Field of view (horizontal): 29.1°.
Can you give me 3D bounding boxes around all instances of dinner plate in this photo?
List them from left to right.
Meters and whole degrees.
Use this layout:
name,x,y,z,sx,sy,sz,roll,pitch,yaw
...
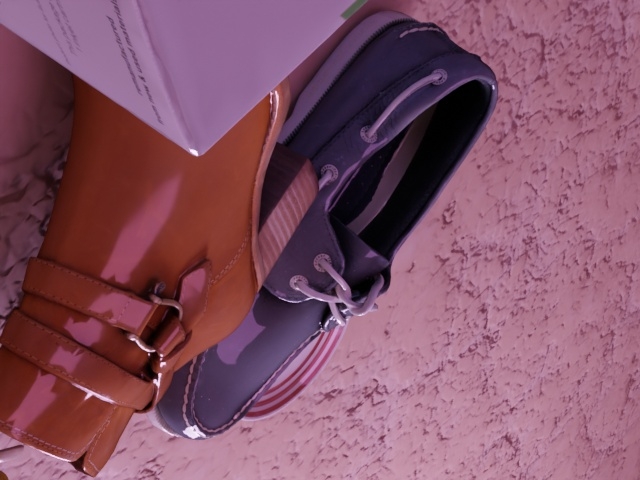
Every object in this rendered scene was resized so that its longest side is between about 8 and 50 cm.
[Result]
name,x,y,z,sx,sy,sz,roll,pitch,yaw
dinner plate,-0.025,0.070,0.913,0.141,0.017,0.141,-35,144,-32

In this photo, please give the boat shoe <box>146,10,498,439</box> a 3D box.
name,x,y,z,sx,sy,sz,roll,pitch,yaw
boat shoe,0.000,0.000,0.791,0.319,0.099,0.116,-57,141,-4

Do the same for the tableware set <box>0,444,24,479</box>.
name,x,y,z,sx,sy,sz,roll,pitch,yaw
tableware set,-0.179,0.118,0.731,0.104,0.024,0.154,-7,123,-57

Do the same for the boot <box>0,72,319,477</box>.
name,x,y,z,sx,sy,sz,roll,pitch,yaw
boot,-0.114,-0.008,0.621,0.220,0.109,0.283,-53,157,-14

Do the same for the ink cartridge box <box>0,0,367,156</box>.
name,x,y,z,sx,sy,sz,roll,pitch,yaw
ink cartridge box,-0.075,-0.155,0.433,0.160,0.219,0.092,-45,151,-20
